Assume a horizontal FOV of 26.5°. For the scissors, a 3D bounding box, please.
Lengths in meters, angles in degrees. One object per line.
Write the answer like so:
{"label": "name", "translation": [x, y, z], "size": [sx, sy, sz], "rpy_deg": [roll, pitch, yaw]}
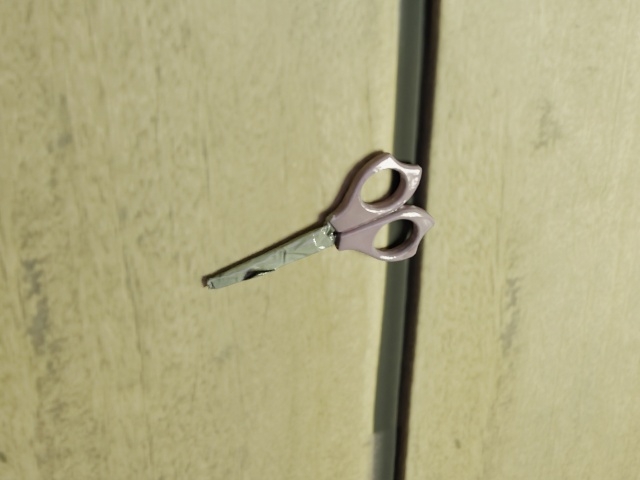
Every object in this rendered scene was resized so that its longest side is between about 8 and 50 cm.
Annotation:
{"label": "scissors", "translation": [0.000, 0.000, 1.183], "size": [0.212, 0.021, 0.110], "rpy_deg": [-24, 124, -13]}
